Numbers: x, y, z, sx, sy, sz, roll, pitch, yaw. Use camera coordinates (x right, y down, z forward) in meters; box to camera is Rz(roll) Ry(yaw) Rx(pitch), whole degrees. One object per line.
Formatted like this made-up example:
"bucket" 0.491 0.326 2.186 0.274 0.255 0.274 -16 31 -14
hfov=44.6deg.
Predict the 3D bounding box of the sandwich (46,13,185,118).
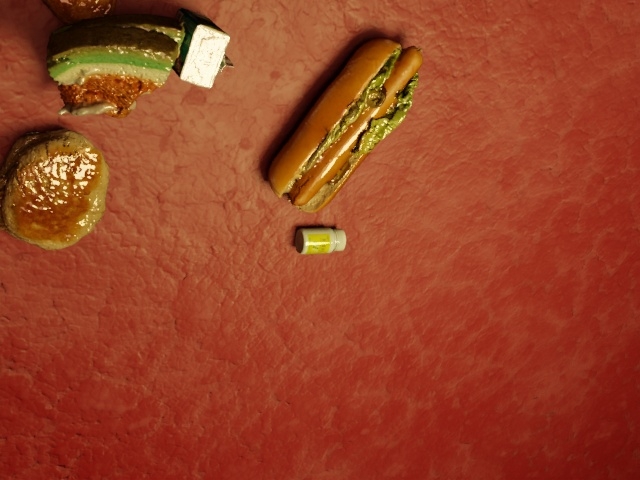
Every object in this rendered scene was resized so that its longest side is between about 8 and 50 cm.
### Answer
"sandwich" -0.277 -0.227 1.070 0.185 0.109 0.160 -1 137 -5

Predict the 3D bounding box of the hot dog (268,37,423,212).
"hot dog" 0.049 -0.192 1.284 0.135 0.100 0.337 34 98 -33

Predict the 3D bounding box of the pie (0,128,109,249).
"pie" -0.397 -0.073 1.161 0.163 0.079 0.193 13 110 -33

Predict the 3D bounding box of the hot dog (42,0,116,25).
"hot dog" -0.339 -0.353 1.049 0.099 0.065 0.147 -43 136 1

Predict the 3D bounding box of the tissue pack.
"tissue pack" -0.172 -0.277 1.135 0.079 0.111 0.085 13 110 -30

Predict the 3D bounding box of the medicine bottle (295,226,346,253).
"medicine bottle" 0.000 0.000 1.392 0.083 0.047 0.047 -2 116 -22
